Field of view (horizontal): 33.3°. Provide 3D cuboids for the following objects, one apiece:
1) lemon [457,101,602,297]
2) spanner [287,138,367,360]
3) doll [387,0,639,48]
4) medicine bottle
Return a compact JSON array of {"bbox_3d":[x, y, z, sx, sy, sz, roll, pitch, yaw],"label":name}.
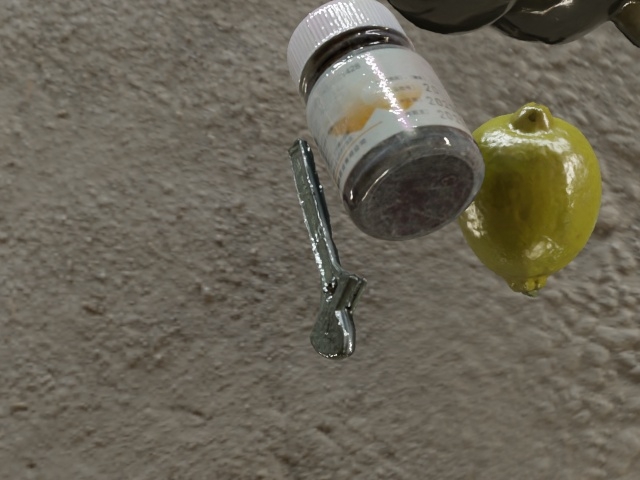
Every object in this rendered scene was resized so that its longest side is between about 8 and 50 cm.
[{"bbox_3d":[0.258,-0.053,1.344,0.184,0.184,0.248,9,110,26],"label":"lemon"},{"bbox_3d":[0.000,0.000,1.179,0.093,0.026,0.325,-53,34,33],"label":"spanner"},{"bbox_3d":[0.272,-0.287,0.969,0.382,0.378,0.252,-32,98,40],"label":"doll"},{"bbox_3d":[0.068,-0.145,1.250,0.165,0.165,0.273,-39,50,18],"label":"medicine bottle"}]
